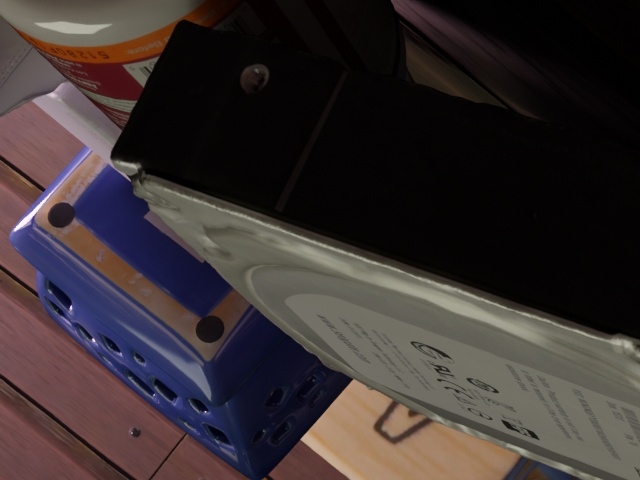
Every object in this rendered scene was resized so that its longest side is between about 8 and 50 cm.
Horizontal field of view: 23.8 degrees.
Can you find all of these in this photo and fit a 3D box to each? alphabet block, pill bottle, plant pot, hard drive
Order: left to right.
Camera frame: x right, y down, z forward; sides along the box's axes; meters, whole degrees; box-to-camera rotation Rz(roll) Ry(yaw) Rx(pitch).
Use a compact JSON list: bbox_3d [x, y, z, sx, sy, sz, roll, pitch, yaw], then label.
[{"bbox_3d":[-0.072,0.006,1.123,0.236,0.236,0.212,37,168,18],"label":"plant pot"},{"bbox_3d":[-0.036,-0.085,0.602,0.121,0.121,0.221,36,174,29],"label":"pill bottle"},{"bbox_3d":[0.125,0.172,1.372,0.197,0.193,0.192,35,173,31],"label":"alphabet block"},{"bbox_3d":[0.121,0.044,0.506,0.339,0.064,0.237,18,166,25],"label":"hard drive"}]

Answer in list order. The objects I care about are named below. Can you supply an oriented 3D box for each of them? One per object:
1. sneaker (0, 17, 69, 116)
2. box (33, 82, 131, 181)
[{"bbox_3d":[-0.193,-0.203,0.645,0.137,0.210,0.366,30,136,56],"label":"sneaker"},{"bbox_3d":[-0.101,-0.104,0.910,0.182,0.119,0.181,33,173,48],"label":"box"}]
